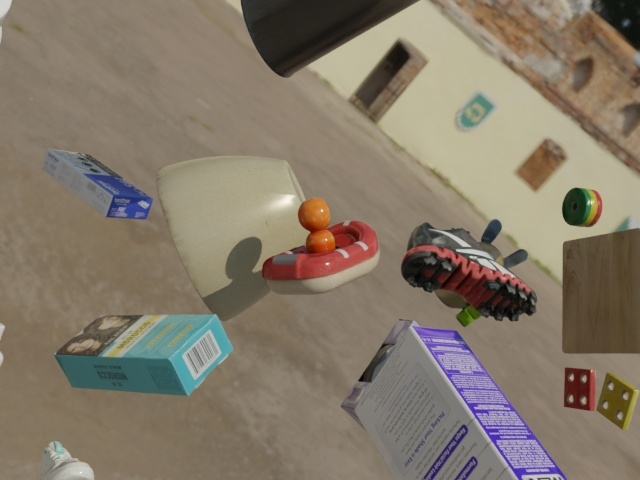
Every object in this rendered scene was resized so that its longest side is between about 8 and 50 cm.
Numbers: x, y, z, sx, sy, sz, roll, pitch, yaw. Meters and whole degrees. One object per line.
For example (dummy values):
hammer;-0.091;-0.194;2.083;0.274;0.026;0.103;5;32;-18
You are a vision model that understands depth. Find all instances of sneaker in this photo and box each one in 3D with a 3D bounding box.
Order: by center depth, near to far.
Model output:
sneaker;-0.412;0.360;1.404;0.080;0.212;0.094;6;65;-29
sneaker;0.264;0.049;1.565;0.276;0.098;0.135;22;41;-18

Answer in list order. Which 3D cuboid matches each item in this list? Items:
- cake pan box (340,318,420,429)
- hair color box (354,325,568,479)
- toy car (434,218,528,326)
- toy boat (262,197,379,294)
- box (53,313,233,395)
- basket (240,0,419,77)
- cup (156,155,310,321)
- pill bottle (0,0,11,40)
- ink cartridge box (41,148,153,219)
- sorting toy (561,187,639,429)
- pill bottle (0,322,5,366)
cake pan box;0.198;0.341;1.951;0.267;0.246;0.070;47;-27;-20
hair color box;0.197;0.303;1.266;0.110;0.185;0.339;10;32;-35
toy car;0.310;0.046;1.724;0.155;0.188;0.149;52;-15;8
toy boat;0.000;0.000;1.536;0.151;0.151;0.231;-3;11;36
box;-0.240;0.150;1.195;0.100;0.244;0.060;-45;120;-43
basket;0.023;-0.354;1.265;0.154;0.226;0.204;55;25;-30
cup;-0.144;-0.037;1.759;0.331;0.237;0.331;-23;90;-85
pill bottle;-0.526;-0.263;1.191;0.160;0.283;0.160;21;52;-30
ink cartridge box;-0.409;-0.104;1.630;0.207;0.046;0.097;33;17;32
sorting toy;0.330;0.070;0.997;0.046;0.275;0.132;6;-9;-22
pill bottle;-0.574;0.220;1.391;0.117;0.215;0.117;21;-6;2
